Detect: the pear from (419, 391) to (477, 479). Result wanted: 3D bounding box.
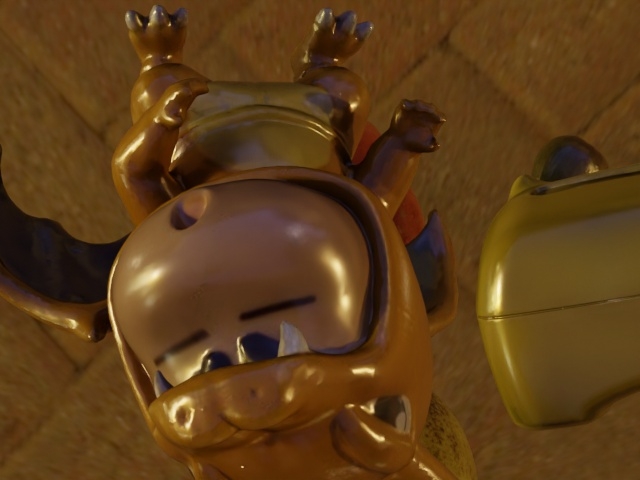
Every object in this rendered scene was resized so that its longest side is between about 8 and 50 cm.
[{"bbox_3d":[0.038,0.205,1.556,0.197,0.197,0.197,0,81,0],"label":"pear"}]

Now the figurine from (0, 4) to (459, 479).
[{"bbox_3d":[-0.017,0.025,1.327,0.401,0.268,0.387,12,49,-31],"label":"figurine"}]

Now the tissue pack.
[{"bbox_3d":[0.168,0.021,0.948,0.178,0.123,0.127,-11,96,10],"label":"tissue pack"}]

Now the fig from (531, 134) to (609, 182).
[{"bbox_3d":[0.243,-0.062,1.830,0.074,0.074,0.088,39,71,6],"label":"fig"}]

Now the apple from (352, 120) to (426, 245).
[{"bbox_3d":[0.000,0.000,1.694,0.251,0.163,0.293,-19,92,-25],"label":"apple"}]
